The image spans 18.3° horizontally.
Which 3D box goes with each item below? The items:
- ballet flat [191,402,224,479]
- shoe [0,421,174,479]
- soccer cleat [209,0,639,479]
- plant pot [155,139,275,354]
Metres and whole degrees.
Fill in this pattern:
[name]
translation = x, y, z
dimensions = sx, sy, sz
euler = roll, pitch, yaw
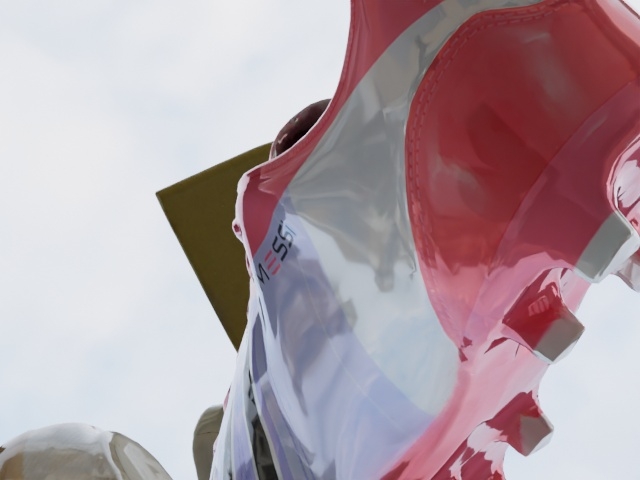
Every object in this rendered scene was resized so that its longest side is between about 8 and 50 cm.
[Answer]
[ballet flat]
translation = -0.031, 0.167, 0.798
dimensions = 0.086, 0.248, 0.086
euler = 5, -150, -3
[shoe]
translation = 0.010, 0.095, 0.275
dimensions = 0.058, 0.076, 0.219
euler = -33, -136, -4
[soccer cleat]
translation = 0.010, 0.023, 0.480
dimensions = 0.083, 0.248, 0.095
euler = -31, -110, -36
[plant pot]
translation = 0.000, 0.000, 0.769
dimensions = 0.083, 0.081, 0.081
euler = -29, -101, 9
